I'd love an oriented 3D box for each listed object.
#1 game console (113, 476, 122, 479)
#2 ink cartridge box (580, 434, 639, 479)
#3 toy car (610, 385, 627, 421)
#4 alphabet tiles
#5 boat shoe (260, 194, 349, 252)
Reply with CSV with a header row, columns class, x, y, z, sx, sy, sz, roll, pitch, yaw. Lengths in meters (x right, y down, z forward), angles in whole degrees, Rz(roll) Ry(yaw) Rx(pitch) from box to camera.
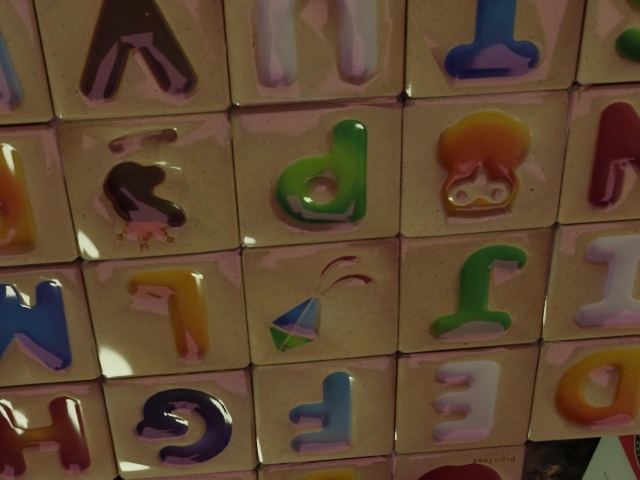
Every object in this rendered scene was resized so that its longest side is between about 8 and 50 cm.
class,x,y,z,sx,sy,sz,roll,pitch,yaw
game console,-0.118,0.110,0.522,0.361,0.044,0.213,-49,132,-15
ink cartridge box,0.255,0.246,0.732,0.131,0.226,0.306,-1,131,-12
toy car,0.190,-0.001,0.563,0.188,0.155,0.149,-42,129,5
alphabet tiles,0.000,0.000,0.405,0.285,0.011,0.342,-4,127,-4
boat shoe,-0.059,-0.130,0.373,0.118,0.103,0.320,-34,127,-18
